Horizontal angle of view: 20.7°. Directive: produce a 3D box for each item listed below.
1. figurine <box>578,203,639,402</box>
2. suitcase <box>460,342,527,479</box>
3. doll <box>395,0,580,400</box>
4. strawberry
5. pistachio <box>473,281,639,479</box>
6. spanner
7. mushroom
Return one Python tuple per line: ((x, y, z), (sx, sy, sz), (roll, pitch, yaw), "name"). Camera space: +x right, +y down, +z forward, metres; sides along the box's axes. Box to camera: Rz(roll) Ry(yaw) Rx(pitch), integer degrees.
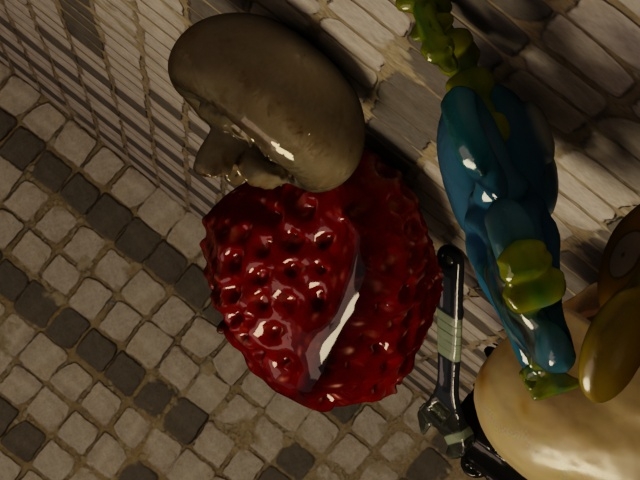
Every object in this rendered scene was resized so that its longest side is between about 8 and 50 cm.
((0.300, 0.066, 1.282), (0.228, 0.215, 0.215), (19, 165, 24), "figurine")
((0.350, 0.313, 2.442), (0.339, 0.188, 0.345), (37, 171, 21), "suitcase")
((0.154, -0.026, 1.372), (0.341, 0.099, 0.346), (-106, -5, -46), "doll")
((0.025, 0.014, 2.073), (0.295, 0.317, 0.345), (3, 150, -24), "strawberry")
((0.293, 0.161, 1.727), (0.321, 0.229, 0.238), (10, 127, 52), "pistachio")
((0.161, 0.144, 2.271), (0.087, 0.024, 0.316), (23, 127, 38), "spanner")
((-0.062, -0.130, 1.798), (0.226, 0.178, 0.226), (39, -178, -2), "mushroom")
